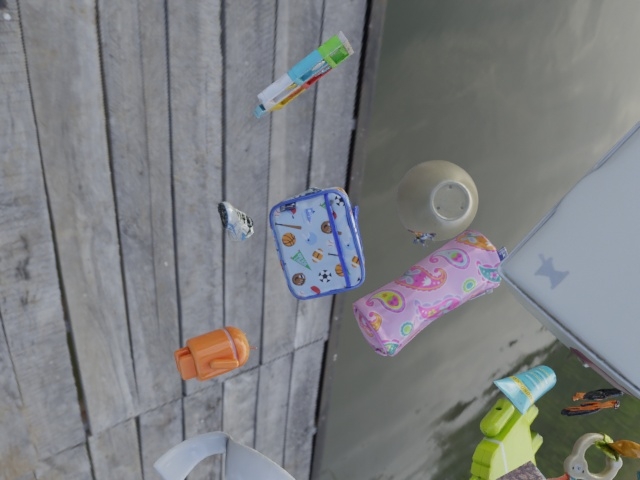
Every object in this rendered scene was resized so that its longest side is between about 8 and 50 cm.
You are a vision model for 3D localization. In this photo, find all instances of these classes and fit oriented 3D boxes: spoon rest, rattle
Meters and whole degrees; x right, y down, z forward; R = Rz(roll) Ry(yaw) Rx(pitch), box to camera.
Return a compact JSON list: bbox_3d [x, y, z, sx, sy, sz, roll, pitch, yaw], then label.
[{"bbox_3d":[-0.106,0.299,0.738,0.084,0.276,0.137,-50,121,-38],"label":"spoon rest"},{"bbox_3d":[0.673,0.565,1.405,0.199,0.143,0.130,-20,101,-15],"label":"rattle"}]

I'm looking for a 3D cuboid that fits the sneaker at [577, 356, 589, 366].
[{"bbox_3d":[0.668,0.183,1.461,0.182,0.158,0.410,-32,109,10],"label":"sneaker"}]

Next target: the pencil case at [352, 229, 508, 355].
[{"bbox_3d":[0.197,0.093,1.031,0.284,0.124,0.124,-30,134,-11],"label":"pencil case"}]

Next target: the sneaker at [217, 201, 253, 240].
[{"bbox_3d":[-0.244,-0.060,1.665,0.086,0.085,0.237,-17,165,-3],"label":"sneaker"}]

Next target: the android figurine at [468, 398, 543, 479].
[{"bbox_3d":[0.402,0.479,1.255,0.273,0.056,0.248,-33,116,-37],"label":"android figurine"}]

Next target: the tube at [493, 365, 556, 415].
[{"bbox_3d":[0.427,0.303,1.187,0.207,0.080,0.052,-2,131,-50],"label":"tube"}]

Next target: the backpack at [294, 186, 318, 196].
[{"bbox_3d":[-0.039,-0.069,1.841,0.188,0.144,0.166,-32,149,-22],"label":"backpack"}]

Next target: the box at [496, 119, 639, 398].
[{"bbox_3d":[0.245,0.027,0.448,0.148,0.127,0.232,-48,157,8],"label":"box"}]

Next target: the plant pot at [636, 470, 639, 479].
[{"bbox_3d":[0.784,0.616,1.185,0.165,0.166,0.234,17,70,-22],"label":"plant pot"}]

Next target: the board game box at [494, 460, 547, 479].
[{"bbox_3d":[0.419,0.607,1.063,0.141,0.232,0.291,-26,123,-5],"label":"board game box"}]

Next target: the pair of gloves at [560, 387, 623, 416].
[{"bbox_3d":[0.360,0.212,0.752,0.083,0.074,0.010,-13,81,-48],"label":"pair of gloves"}]

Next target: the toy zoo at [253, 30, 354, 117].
[{"bbox_3d":[-0.050,-0.405,1.436,0.293,0.030,0.192,-34,-177,13],"label":"toy zoo"}]

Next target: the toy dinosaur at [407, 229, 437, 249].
[{"bbox_3d":[0.292,-0.015,1.601,0.082,0.047,0.090,-46,113,-48],"label":"toy dinosaur"}]

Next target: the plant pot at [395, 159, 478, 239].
[{"bbox_3d":[0.410,-0.132,1.930,0.284,0.191,0.284,0,95,-4],"label":"plant pot"}]

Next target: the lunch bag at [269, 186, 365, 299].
[{"bbox_3d":[0.000,0.000,1.594,0.243,0.115,0.303,-13,99,10],"label":"lunch bag"}]

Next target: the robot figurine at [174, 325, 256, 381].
[{"bbox_3d":[-0.296,0.320,1.625,0.219,0.128,0.158,-17,165,-25],"label":"robot figurine"}]
